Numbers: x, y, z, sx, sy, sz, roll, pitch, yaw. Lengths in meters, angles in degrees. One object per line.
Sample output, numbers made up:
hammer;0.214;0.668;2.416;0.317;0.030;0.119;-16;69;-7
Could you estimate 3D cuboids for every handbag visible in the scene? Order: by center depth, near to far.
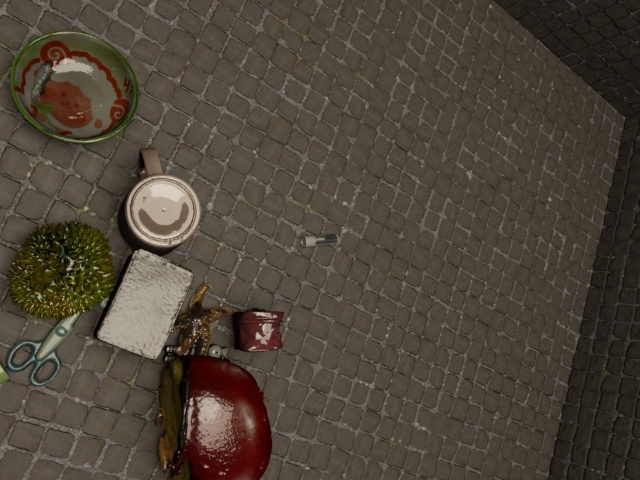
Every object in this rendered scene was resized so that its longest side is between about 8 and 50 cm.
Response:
handbag;-0.198;0.278;1.715;0.146;0.225;0.135;1;81;-17

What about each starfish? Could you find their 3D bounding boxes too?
starfish;-0.374;0.248;1.689;0.216;0.071;0.238;9;68;-19

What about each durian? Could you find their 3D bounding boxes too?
durian;-0.674;0.076;1.451;0.291;0.224;0.291;10;64;-20

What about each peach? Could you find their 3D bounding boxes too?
peach;-0.323;0.522;1.562;0.353;0.339;0.416;-40;110;-26

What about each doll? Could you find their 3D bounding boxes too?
doll;-0.377;0.362;1.697;0.219;0.067;0.091;13;73;-30

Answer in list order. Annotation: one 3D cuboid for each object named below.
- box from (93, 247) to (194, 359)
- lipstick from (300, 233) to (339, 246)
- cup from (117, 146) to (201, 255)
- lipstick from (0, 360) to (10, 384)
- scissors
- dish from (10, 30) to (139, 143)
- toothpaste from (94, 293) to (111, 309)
box;-0.503;0.183;1.557;0.184;0.143;0.273;26;71;-20
lipstick;0.000;0.000;1.956;0.141;0.040;0.040;-4;88;-30
cup;-0.459;-0.101;1.570;0.208;0.273;0.288;19;79;-21
lipstick;-0.942;0.411;1.366;0.304;0.076;0.076;-34;103;-28
scissors;-0.728;0.259;1.518;0.138;0.041;0.289;40;69;-13
dish;-0.692;-0.415;1.552;0.324;0.124;0.324;4;80;-24
toothpaste;-0.568;0.211;1.620;0.205;0.036;0.056;28;75;-21
